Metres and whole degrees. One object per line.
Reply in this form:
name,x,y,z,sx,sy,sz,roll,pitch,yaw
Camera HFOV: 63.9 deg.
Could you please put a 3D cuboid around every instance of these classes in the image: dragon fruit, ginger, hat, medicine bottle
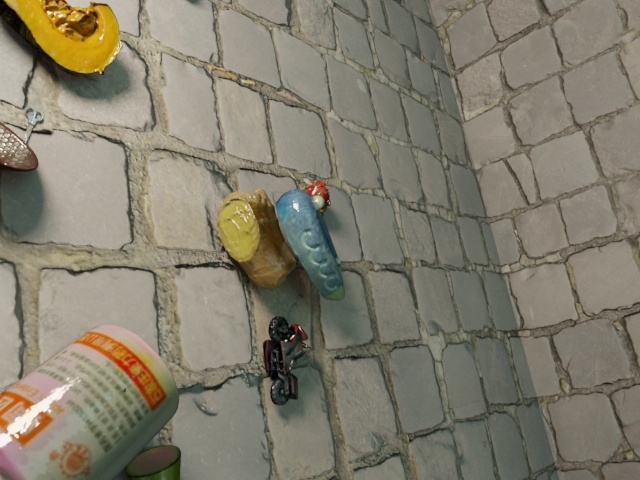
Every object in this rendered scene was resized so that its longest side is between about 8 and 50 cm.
dragon fruit,-0.010,-0.121,1.551,0.081,0.086,0.116,-15,122,-26
ginger,-0.149,-0.003,1.314,0.221,0.130,0.276,17,58,-54
hat,-0.621,-0.162,0.920,0.193,0.082,0.193,42,7,-6
medicine bottle,-0.425,0.322,0.791,0.219,0.219,0.388,57,43,-10

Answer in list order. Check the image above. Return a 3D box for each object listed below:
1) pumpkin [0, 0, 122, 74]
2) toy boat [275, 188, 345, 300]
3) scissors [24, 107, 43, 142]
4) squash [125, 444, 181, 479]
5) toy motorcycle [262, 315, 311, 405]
pumpkin,-0.577,-0.434,1.088,0.278,0.111,0.163,-5,92,-50
toy boat,0.000,0.000,1.387,0.215,0.123,0.330,-93,157,-64
scissors,-0.587,-0.230,1.038,0.036,0.006,0.083,24,56,-40
squash,-0.303,0.469,0.964,0.105,0.105,0.132,-19,105,-49
toy motorcycle,-0.084,0.296,1.278,0.122,0.082,0.213,7,79,-46
